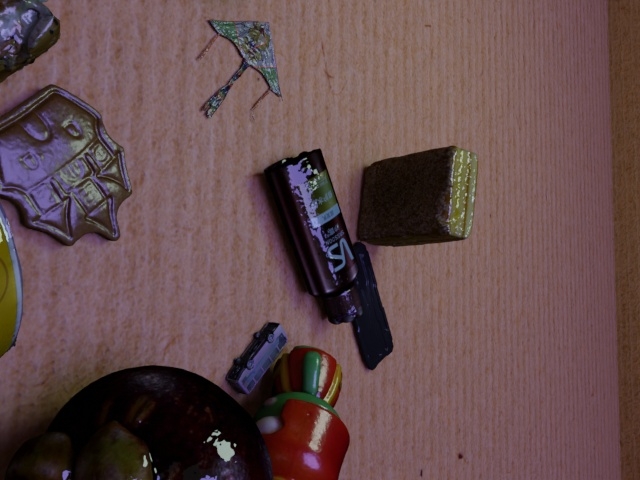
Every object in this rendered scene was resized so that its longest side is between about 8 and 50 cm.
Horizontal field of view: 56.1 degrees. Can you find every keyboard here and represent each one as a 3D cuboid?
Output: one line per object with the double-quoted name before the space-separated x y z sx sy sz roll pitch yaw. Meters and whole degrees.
"keyboard" 0.095 0.137 1.259 0.106 0.016 0.263 -31 110 -44

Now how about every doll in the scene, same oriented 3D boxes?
"doll" -0.042 0.330 0.933 0.160 0.183 0.363 23 39 0

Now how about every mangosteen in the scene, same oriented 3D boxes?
"mangosteen" -0.219 0.301 0.687 0.347 0.306 0.307 22 71 -62

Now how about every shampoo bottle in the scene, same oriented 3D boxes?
"shampoo bottle" 0.000 0.000 1.118 0.129 0.084 0.323 -32 111 -41

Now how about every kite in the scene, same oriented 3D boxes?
"kite" -0.136 -0.297 1.048 0.198 0.006 0.244 46 56 -35

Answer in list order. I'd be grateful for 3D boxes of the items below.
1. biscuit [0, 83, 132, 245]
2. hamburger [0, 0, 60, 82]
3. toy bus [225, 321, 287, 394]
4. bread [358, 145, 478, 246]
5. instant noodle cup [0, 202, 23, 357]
"biscuit" -0.333 -0.086 0.800 0.182 0.034 0.215 -52 123 -35
"hamburger" -0.419 -0.223 0.622 0.288 0.192 0.168 -36 109 -15
"toy bus" -0.105 0.199 1.024 0.131 0.036 0.052 -51 125 -35
"bread" 0.199 -0.084 1.227 0.110 0.234 0.184 17 75 -43
"instant noodle cup" -0.437 0.041 0.499 0.254 0.325 0.326 -27 107 -55
